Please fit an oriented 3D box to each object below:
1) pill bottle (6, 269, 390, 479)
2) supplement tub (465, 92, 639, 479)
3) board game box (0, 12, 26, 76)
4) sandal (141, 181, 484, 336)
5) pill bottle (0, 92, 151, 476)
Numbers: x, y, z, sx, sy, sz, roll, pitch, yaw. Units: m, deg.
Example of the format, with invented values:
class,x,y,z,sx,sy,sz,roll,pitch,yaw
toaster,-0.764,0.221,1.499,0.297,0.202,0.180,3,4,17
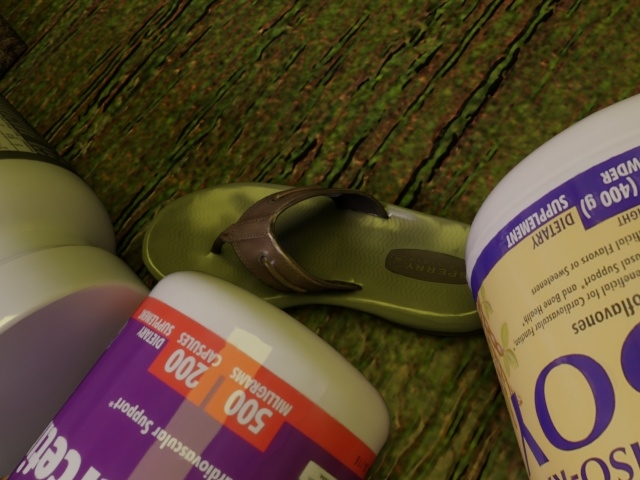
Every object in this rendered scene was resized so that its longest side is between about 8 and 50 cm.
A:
class,x,y,z,sx,sy,sz,roll,pitch,yaw
pill bottle,-0.109,0.189,0.422,0.182,0.181,0.323,27,72,24
supplement tub,0.226,0.109,0.351,0.241,0.241,0.331,-14,60,6
board game box,-0.470,-0.219,0.654,0.141,0.291,0.232,25,72,23
sandal,0.002,-0.001,0.548,0.303,0.086,0.120,5,64,15
pill bottle,-0.295,-0.010,0.551,0.210,0.210,0.363,-44,62,-11
